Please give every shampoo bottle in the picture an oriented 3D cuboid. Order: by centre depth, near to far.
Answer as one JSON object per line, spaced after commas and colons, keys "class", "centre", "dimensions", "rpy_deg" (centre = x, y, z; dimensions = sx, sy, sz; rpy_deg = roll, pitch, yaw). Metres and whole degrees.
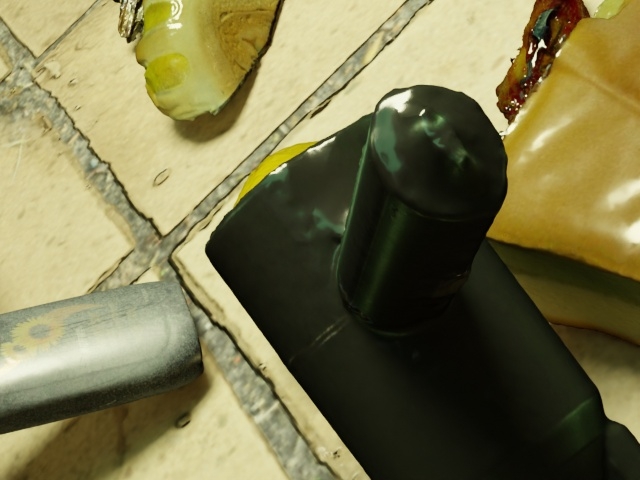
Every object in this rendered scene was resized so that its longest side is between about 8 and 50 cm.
{"class": "shampoo bottle", "centre": [-0.193, 0.081, 0.851], "dimensions": [0.233, 0.049, 0.087], "rpy_deg": [-13, 42, -12]}

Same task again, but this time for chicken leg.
{"class": "chicken leg", "centre": [0.140, -0.127, 0.855], "dimensions": [0.062, 0.037, 0.145], "rpy_deg": [-12, 51, 49]}

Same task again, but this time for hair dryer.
{"class": "hair dryer", "centre": [0.061, 0.045, 0.558], "dimensions": [0.116, 0.302, 0.244], "rpy_deg": [-37, 79, -8]}

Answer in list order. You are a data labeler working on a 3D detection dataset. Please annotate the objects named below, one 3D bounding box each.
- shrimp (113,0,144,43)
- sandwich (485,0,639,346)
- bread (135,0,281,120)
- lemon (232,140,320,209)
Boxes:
{"class": "shrimp", "centre": [-0.114, -0.242, 1.146], "dimensions": [0.101, 0.042, 0.190], "rpy_deg": [19, 69, 38]}
{"class": "sandwich", "centre": [0.206, -0.051, 0.678], "dimensions": [0.186, 0.108, 0.220], "rpy_deg": [17, 68, 46]}
{"class": "bread", "centre": [-0.092, -0.159, 1.023], "dimensions": [0.083, 0.094, 0.157], "rpy_deg": [-4, 63, 32]}
{"class": "lemon", "centre": [0.000, 0.000, 0.802], "dimensions": [0.109, 0.109, 0.133], "rpy_deg": [-9, 58, 33]}
